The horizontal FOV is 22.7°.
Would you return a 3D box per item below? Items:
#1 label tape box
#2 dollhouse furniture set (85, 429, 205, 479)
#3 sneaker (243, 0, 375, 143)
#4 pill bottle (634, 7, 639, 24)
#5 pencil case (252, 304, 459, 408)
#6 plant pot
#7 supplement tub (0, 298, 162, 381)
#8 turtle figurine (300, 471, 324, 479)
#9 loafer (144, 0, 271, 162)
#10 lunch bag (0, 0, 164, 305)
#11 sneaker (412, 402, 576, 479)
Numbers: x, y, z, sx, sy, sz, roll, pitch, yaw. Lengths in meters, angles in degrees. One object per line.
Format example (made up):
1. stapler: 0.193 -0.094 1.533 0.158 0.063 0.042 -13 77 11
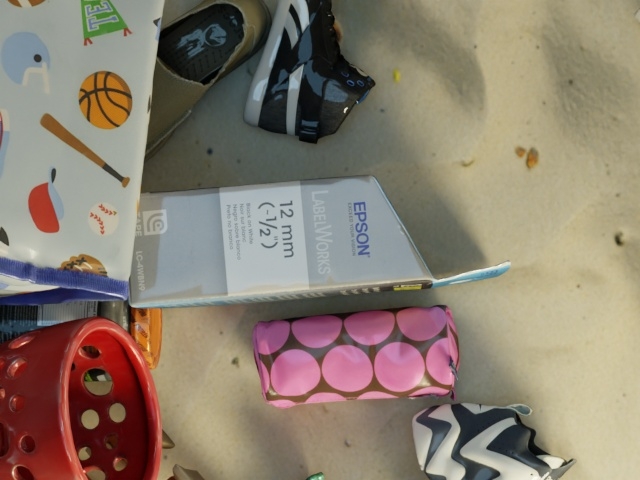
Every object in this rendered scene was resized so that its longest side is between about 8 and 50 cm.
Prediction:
1. label tape box: 0.000 0.000 1.552 0.347 0.249 0.115 -6 87 3
2. dollhouse furniture set: -0.203 0.344 1.631 0.262 0.135 0.259 -43 75 1
3. sneaker: 0.008 -0.206 1.654 0.121 0.079 0.217 18 97 1
4. pill bottle: 0.393 -0.180 1.615 0.094 0.094 0.169 -35 86 1
5. pencil case: 0.037 0.122 1.628 0.209 0.095 0.098 -4 103 5
6. plant pot: -0.267 0.177 1.509 0.174 0.191 0.191 -10 87 19
7. supplement tub: -0.262 0.086 1.631 0.190 0.117 0.117 0 87 3
8. turtle figurine: 0.011 0.361 1.600 0.175 0.118 0.234 -24 70 -29
9. loafer: -0.166 -0.168 1.648 0.268 0.092 0.102 -44 86 1
10. lunch bag: -0.338 -0.107 1.487 0.239 0.385 0.328 15 79 -33
11. sneaker: 0.190 0.271 1.607 0.153 0.094 0.235 -14 77 11
